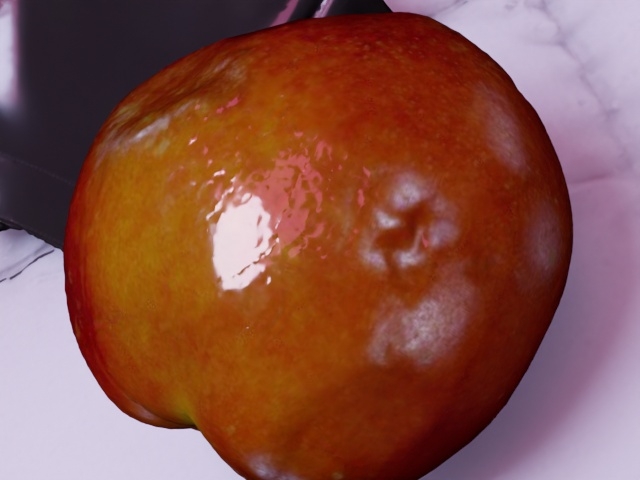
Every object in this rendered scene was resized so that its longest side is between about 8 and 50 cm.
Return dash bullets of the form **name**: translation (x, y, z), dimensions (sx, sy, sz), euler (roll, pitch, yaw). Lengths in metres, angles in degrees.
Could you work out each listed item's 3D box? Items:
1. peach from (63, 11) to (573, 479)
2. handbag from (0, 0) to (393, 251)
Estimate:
- **peach**: translation (0.000, 0.000, 0.613), dimensions (0.244, 0.199, 0.243), euler (0, 84, -1)
- **handbag**: translation (-0.120, -0.090, 0.798), dimensions (0.285, 0.113, 0.257), euler (23, 82, 29)
